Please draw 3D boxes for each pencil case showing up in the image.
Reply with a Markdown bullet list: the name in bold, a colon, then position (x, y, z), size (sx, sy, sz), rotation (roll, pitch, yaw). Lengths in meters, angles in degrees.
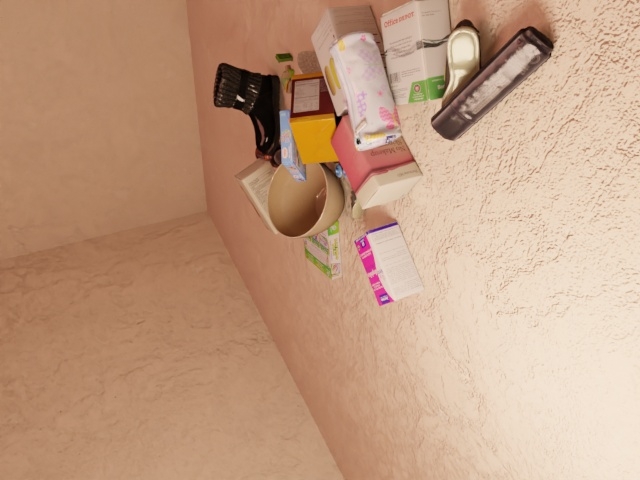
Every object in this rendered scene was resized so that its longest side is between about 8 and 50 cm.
- **pencil case**: position (0.105, -0.354, 1.133), size (0.113, 0.124, 0.273), rotation (166, 90, -71)

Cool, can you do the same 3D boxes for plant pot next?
- **plant pot**: position (-0.023, -0.143, 1.653), size (0.284, 0.190, 0.284), rotation (-5, 83, 41)

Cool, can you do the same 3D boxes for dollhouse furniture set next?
- **dollhouse furniture set**: position (-0.146, -0.643, 1.817), size (0.076, 0.058, 0.152), rotation (61, 154, 28)

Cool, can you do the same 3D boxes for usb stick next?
- **usb stick**: position (0.322, -0.293, 0.919), size (0.077, 0.045, 0.278), rotation (35, 145, -8)

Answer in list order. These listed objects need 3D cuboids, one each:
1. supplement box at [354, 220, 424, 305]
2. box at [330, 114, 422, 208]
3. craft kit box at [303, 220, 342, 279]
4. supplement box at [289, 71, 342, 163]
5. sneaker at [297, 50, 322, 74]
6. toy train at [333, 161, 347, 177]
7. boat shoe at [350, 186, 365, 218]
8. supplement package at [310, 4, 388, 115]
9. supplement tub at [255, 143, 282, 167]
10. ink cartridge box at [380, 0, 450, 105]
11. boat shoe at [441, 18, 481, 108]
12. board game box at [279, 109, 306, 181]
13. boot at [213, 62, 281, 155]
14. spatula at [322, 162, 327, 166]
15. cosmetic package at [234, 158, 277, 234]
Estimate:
- **supplement box**: position (0.205, 0.072, 1.422), size (0.220, 0.113, 0.111), rotation (68, 156, 9)
- **box**: position (0.150, -0.227, 1.299), size (0.232, 0.148, 0.127), rotation (65, 155, 17)
- **craft kit box**: position (0.000, 0.000, 1.922), size (0.250, 0.060, 0.247), rotation (38, 136, 55)
- **supplement box**: position (-0.007, -0.371, 1.430), size (0.191, 0.129, 0.194), rotation (70, -162, -60)
- **sneaker**: position (-0.018, -0.532, 1.576), size (0.095, 0.090, 0.235), rotation (97, 153, -67)
- **toy train**: position (0.104, -0.252, 1.489), size (0.184, 0.080, 0.105), rotation (-157, 63, -64)
- **boat shoe**: position (0.124, -0.134, 1.555), size (0.042, 0.048, 0.133), rotation (-126, 32, -50)
- **supplement package**: position (0.089, -0.488, 1.283), size (0.139, 0.133, 0.244), rotation (-31, 77, 67)
- **supplement tub**: position (-0.210, -0.378, 2.081), size (0.198, 0.106, 0.106), rotation (30, 132, 58)
- **ink cartridge box**: position (0.222, -0.426, 1.078), size (0.153, 0.086, 0.209), rotation (24, 128, 62)
- **boat shoe**: position (0.300, -0.340, 0.987), size (0.228, 0.081, 0.069), rotation (80, -157, -43)
- **board game box**: position (-0.082, -0.287, 1.464), size (0.211, 0.039, 0.160), rotation (40, -133, -77)
- **boot**: position (-0.304, -0.526, 1.914), size (0.131, 0.260, 0.348), rotation (6, 97, 56)
- **spatula**: position (-0.012, -0.379, 1.680), size (0.168, 0.019, 0.242), rotation (-120, 20, -72)
- **cosmetic package**: position (-0.233, -0.195, 2.079), size (0.129, 0.153, 0.296), rotation (30, 152, 58)
